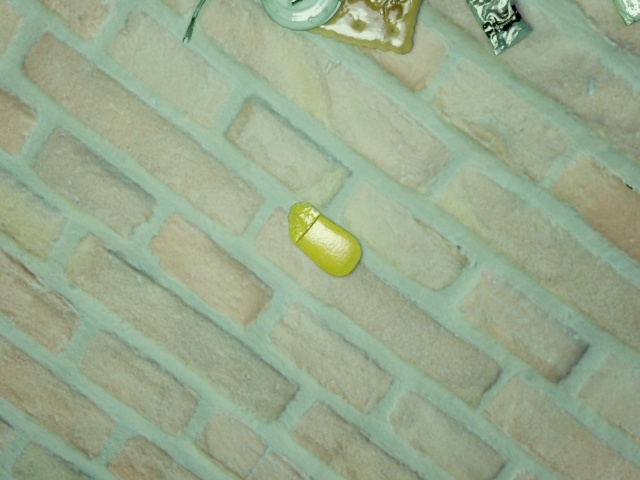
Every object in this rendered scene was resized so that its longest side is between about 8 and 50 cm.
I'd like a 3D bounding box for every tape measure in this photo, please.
[{"bbox_3d":[-0.110,-0.416,1.237,0.330,0.084,0.164,-28,83,12],"label":"tape measure"}]

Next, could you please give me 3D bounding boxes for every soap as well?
[{"bbox_3d":[0.000,0.000,1.333,0.168,0.033,0.089,35,95,-1],"label":"soap"}]

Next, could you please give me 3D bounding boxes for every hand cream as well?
[{"bbox_3d":[0.292,-0.465,1.255,0.075,0.052,0.248,-27,102,29],"label":"hand cream"}]

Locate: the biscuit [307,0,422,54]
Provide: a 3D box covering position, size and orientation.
[{"bbox_3d":[0.098,-0.517,1.256,0.217,0.044,0.325,14,98,0],"label":"biscuit"}]

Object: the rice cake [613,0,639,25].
[{"bbox_3d":[0.618,-0.458,1.223,0.206,0.063,0.069,-31,89,5],"label":"rice cake"}]
